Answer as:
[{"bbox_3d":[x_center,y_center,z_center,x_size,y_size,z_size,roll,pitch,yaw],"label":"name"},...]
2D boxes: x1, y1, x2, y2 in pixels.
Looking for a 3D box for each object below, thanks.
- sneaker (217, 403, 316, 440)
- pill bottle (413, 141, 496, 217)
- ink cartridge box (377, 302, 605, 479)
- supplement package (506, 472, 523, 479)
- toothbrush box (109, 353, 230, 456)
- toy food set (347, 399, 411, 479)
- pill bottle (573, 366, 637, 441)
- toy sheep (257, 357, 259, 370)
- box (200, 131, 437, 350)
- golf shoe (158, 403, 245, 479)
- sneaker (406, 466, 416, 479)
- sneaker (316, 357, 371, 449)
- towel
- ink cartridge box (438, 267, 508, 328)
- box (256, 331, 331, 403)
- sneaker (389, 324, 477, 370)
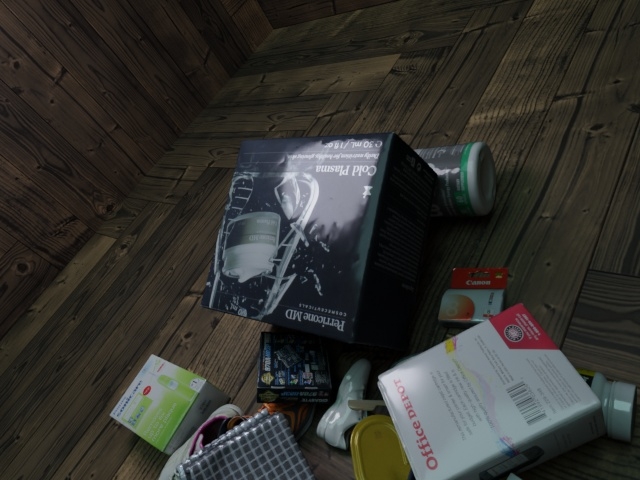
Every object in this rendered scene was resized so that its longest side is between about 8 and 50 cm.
[{"bbox_3d":[-0.124,0.428,1.151,0.125,0.180,0.321,0,51,35],"label":"sneaker"},{"bbox_3d":[0.303,-0.165,1.397,0.361,0.204,0.204,-1,51,36],"label":"pill bottle"},{"bbox_3d":[0.287,0.285,0.845,0.306,0.131,0.226,-30,41,8],"label":"ink cartridge box"},{"bbox_3d":[0.308,0.551,0.725,0.177,0.175,0.293,22,66,47],"label":"supplement package"},{"bbox_3d":[-0.432,0.474,1.375,0.283,0.122,0.206,7,56,42],"label":"toothbrush box"},{"bbox_3d":[0.129,0.457,1.038,0.128,0.071,0.218,-5,46,-1],"label":"toy food set"},{"bbox_3d":[0.465,0.296,0.902,0.208,0.119,0.119,4,54,38],"label":"pill bottle"},{"bbox_3d":[-0.131,0.343,1.311,0.091,0.091,0.132,-32,26,5],"label":"toy sheep"},{"bbox_3d":[0.000,0.000,1.250,0.480,0.297,0.471,5,80,35],"label":"box"},{"bbox_3d":[-0.310,0.535,1.177,0.115,0.140,0.306,35,76,10],"label":"golf shoe"},{"bbox_3d":[0.249,0.426,0.929,0.111,0.121,0.300,15,61,43],"label":"sneaker"},{"bbox_3d":[0.082,0.388,1.137,0.094,0.080,0.212,20,72,32],"label":"sneaker"},{"bbox_3d":[-0.124,0.512,0.959,0.235,0.121,0.283,-24,78,-24],"label":"towel"},{"bbox_3d":[0.379,0.131,1.182,0.145,0.045,0.179,-3,53,33],"label":"ink cartridge box"},{"bbox_3d":[-0.069,0.315,1.211,0.175,0.051,0.220,3,25,-6],"label":"box"},{"bbox_3d":[0.303,0.285,1.033,0.319,0.112,0.131,-32,30,19],"label":"sneaker"}]
